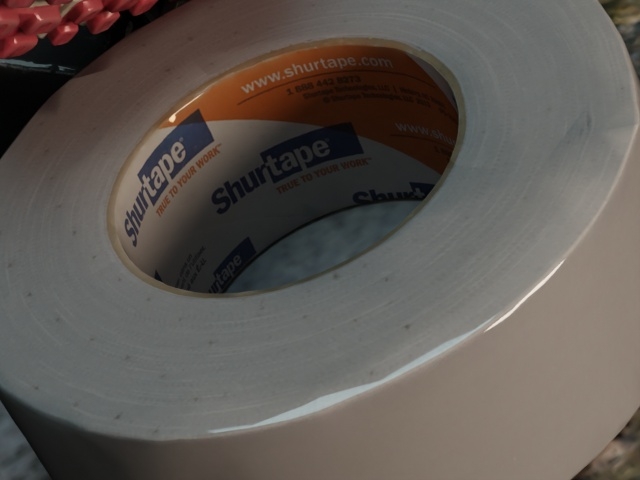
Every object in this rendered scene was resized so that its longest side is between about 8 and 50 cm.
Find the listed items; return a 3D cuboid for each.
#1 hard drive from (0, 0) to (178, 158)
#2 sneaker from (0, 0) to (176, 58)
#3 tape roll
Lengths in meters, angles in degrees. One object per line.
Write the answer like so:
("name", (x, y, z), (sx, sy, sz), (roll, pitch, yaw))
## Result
("hard drive", (-0.159, -0.175, 0.827), (0.237, 0.064, 0.339), (7, 49, 8))
("sneaker", (-0.072, -0.136, 0.644), (0.121, 0.112, 0.299), (-37, -11, 28))
("tape roll", (0.000, 0.000, 0.594), (0.219, 0.072, 0.219), (-14, 41, 13))
